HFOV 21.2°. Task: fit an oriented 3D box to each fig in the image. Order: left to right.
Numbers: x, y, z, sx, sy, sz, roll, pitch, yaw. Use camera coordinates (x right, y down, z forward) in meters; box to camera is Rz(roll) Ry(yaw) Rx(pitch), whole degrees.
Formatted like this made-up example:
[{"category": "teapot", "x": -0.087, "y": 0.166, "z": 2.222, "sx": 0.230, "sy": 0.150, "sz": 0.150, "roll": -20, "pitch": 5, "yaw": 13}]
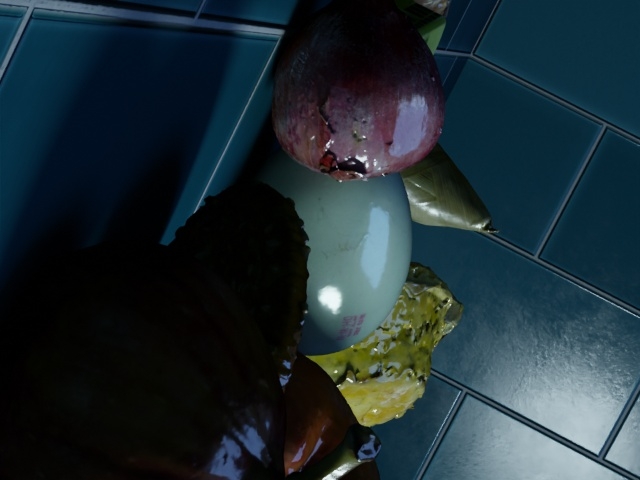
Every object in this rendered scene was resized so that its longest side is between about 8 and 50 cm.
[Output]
[{"category": "fig", "x": -0.089, "y": 0.123, "z": 1.075, "sx": 0.203, "sy": 0.250, "sz": 0.186, "roll": -59, "pitch": 167, "yaw": -1}]

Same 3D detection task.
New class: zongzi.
[{"category": "zongzi", "x": 0.085, "y": -0.085, "z": 1.790, "sx": 0.099, "sy": 0.197, "sz": 0.194, "roll": -54, "pitch": 140, "yaw": -10}]

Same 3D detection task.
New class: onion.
[{"category": "onion", "x": 0.035, "y": -0.150, "z": 1.503, "sx": 0.159, "sy": 0.160, "sz": 0.194, "roll": -50, "pitch": 145, "yaw": -66}]

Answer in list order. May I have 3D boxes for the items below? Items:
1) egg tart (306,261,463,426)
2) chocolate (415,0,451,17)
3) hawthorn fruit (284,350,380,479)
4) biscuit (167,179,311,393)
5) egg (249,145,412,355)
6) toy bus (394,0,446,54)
[{"category": "egg tart", "x": 0.015, "y": 0.140, "z": 1.939, "sx": 0.341, "sy": 0.132, "sz": 0.341, "roll": -16, "pitch": 155, "yaw": -8}, {"category": "chocolate", "x": 0.101, "y": -0.250, "z": 2.062, "sx": 0.102, "sy": 0.065, "sz": 0.329, "roll": -35, "pitch": 158, "yaw": -35}, {"category": "hawthorn fruit", "x": -0.091, "y": 0.231, "z": 1.680, "sx": 0.277, "sy": 0.277, "sz": 0.298, "roll": -62, "pitch": -169, "yaw": -2}, {"category": "biscuit", "x": -0.103, "y": 0.093, "z": 1.279, "sx": 0.305, "sy": 0.038, "sz": 0.305, "roll": -43, "pitch": -147, "yaw": 38}, {"category": "egg", "x": 0.000, "y": 0.000, "z": 1.674, "sx": 0.183, "sy": 0.183, "sz": 0.264, "roll": -57, "pitch": 166, "yaw": -45}, {"category": "toy bus", "x": 0.061, "y": -0.198, "z": 1.710, "sx": 0.088, "sy": 0.101, "sz": 0.175, "roll": -64, "pitch": 173, "yaw": 19}]
